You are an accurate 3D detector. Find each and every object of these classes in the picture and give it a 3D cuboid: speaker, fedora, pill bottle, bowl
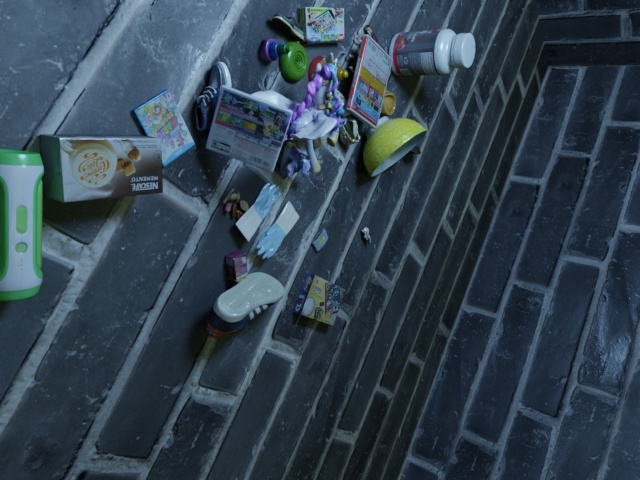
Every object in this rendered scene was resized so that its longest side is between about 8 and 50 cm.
[{"bbox_3d":[-0.634,-0.033,1.020,0.131,0.131,0.296,-7,107,-52],"label":"speaker"},{"bbox_3d":[0.254,-0.563,2.052,0.194,0.079,0.194,-20,116,-48],"label":"fedora"},{"bbox_3d":[0.455,-0.768,2.049,0.176,0.319,0.176,-20,116,-49],"label":"pill bottle"},{"bbox_3d":[0.272,-0.409,2.035,0.289,0.289,0.156,-31,82,-44],"label":"bowl"}]

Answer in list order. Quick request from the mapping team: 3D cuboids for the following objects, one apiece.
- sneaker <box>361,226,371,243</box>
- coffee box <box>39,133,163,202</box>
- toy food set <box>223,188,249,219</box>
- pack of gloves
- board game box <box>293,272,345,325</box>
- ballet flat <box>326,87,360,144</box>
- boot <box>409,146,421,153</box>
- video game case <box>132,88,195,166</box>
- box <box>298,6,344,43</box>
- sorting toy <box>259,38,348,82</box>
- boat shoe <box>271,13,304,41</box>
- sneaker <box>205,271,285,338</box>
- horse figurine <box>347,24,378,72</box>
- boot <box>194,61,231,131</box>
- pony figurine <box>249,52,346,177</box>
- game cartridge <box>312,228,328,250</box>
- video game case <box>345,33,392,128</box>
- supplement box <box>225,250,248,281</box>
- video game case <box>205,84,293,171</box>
[{"bbox_3d":[0.196,-0.018,2.201,0.037,0.032,0.083,-32,121,-27],"label":"sneaker"},{"bbox_3d":[-0.503,-0.174,1.171,0.247,0.098,0.141,-13,111,-50],"label":"coffee box"},{"bbox_3d":[-0.269,-0.107,1.569,0.077,0.019,0.122,-58,148,-22],"label":"toy food set"},{"bbox_3d":[-0.185,-0.067,1.687,0.232,0.046,0.195,-58,132,-31],"label":"pack of gloves"},{"bbox_3d":[0.000,0.240,2.013,0.243,0.042,0.165,32,76,-52],"label":"board game box"},{"bbox_3d":[0.096,-0.464,1.880,0.091,0.077,0.241,-53,137,-27],"label":"ballet flat"},{"bbox_3d":[0.403,-0.455,2.282,0.219,0.082,0.106,1,103,-51],"label":"boot"},{"bbox_3d":[-0.410,-0.296,1.323,0.119,0.015,0.166,-48,135,-33],"label":"video game case"},{"bbox_3d":[0.006,-0.733,1.709,0.207,0.036,0.114,-27,122,-45],"label":"box"},{"bbox_3d":[-0.031,-0.577,1.637,0.366,0.126,0.126,1,101,-54],"label":"sorting toy"},{"bbox_3d":[-0.101,-0.678,1.577,0.152,0.056,0.049,12,86,-63],"label":"boat shoe"},{"bbox_3d":[-0.250,0.213,1.632,0.148,0.131,0.350,-56,163,25],"label":"sneaker"},{"bbox_3d":[0.174,-0.690,1.917,0.174,0.066,0.263,35,72,-52],"label":"horse figurine"},{"bbox_3d":[-0.301,-0.396,1.387,0.086,0.069,0.189,-18,119,-45],"label":"boot"},{"bbox_3d":[-0.055,-0.372,1.587,0.351,0.303,0.363,-46,156,-33],"label":"pony figurine"},{"bbox_3d":[0.000,0.000,1.957,0.083,0.017,0.056,-53,141,-28],"label":"game cartridge"},{"bbox_3d":[0.186,-0.590,1.881,0.204,0.025,0.285,16,86,-55],"label":"video game case"},{"bbox_3d":[-0.269,0.082,1.607,0.055,0.043,0.083,-27,122,-46],"label":"supplement box"},{"bbox_3d":[-0.199,-0.306,1.384,0.023,0.202,0.183,-79,-170,-64],"label":"video game case"}]
